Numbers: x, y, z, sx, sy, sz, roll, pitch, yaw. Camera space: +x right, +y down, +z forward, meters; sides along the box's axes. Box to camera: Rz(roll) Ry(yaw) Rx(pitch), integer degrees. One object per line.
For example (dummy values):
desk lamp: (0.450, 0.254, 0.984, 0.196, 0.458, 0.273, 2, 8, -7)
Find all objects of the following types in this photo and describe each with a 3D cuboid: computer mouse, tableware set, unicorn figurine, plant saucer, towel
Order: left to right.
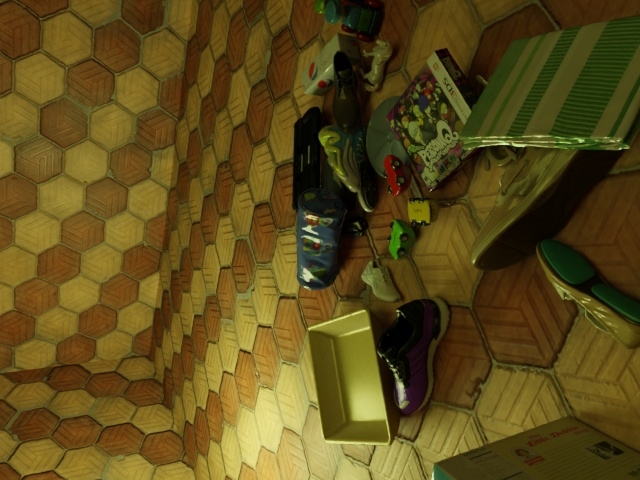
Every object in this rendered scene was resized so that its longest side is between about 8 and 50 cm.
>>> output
computer mouse: (0.049, -0.142, 1.547, 0.188, 0.072, 0.273, -3, 88, 60)
plant saucer: (0.094, 0.368, 1.482, 0.332, 0.080, 0.333, -29, 66, 55)
unicorn figurine: (0.143, -0.457, 1.405, 0.111, 0.060, 0.162, 43, 143, 50)
tableware set: (0.350, -0.237, 1.073, 0.128, 0.039, 0.194, -10, 82, 59)
towel: (0.396, -0.251, 0.904, 0.248, 0.038, 0.324, -60, 30, -8)

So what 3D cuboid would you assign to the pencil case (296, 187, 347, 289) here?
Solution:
pencil case: (0.000, 0.000, 1.525, 0.119, 0.133, 0.306, -78, -6, -49)

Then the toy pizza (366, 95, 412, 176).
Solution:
toy pizza: (0.183, -0.253, 1.357, 0.201, 0.032, 0.202, 7, 99, 57)

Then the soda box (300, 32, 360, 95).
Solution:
soda box: (0.025, -0.499, 1.579, 0.216, 0.069, 0.074, -29, 67, 57)

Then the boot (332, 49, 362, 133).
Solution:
boot: (0.059, -0.390, 1.438, 0.106, 0.082, 0.219, 61, -157, -57)

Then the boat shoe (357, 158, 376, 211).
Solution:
boat shoe: (0.125, -0.147, 1.443, 0.040, 0.049, 0.142, -26, 67, 56)

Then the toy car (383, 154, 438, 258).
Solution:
toy car: (0.203, -0.056, 1.284, 0.239, 0.053, 0.225, -117, 25, -47)

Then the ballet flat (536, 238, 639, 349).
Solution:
ballet flat: (0.436, 0.088, 0.909, 0.232, 0.080, 0.073, -126, 30, -46)

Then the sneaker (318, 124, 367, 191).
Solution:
sneaker: (0.079, -0.238, 1.436, 0.126, 0.091, 0.240, -34, 53, 13)

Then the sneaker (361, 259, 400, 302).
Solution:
sneaker: (0.155, 0.102, 1.397, 0.152, 0.053, 0.061, 48, 128, 48)

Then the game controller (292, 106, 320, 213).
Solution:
game controller: (-0.037, -0.236, 1.653, 0.166, 0.067, 0.320, -23, 64, 60)

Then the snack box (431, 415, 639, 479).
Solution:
snack box: (0.347, 0.362, 0.821, 0.187, 0.321, 0.060, 23, 113, 57)

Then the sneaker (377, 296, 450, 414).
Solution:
sneaker: (0.187, 0.265, 1.257, 0.102, 0.146, 0.294, 33, 118, 54)

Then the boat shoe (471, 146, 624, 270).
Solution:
boat shoe: (0.377, -0.086, 0.968, 0.341, 0.121, 0.110, -55, 38, 30)

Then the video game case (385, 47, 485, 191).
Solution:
video game case: (0.247, -0.244, 1.161, 0.210, 0.041, 0.232, 63, 153, 12)

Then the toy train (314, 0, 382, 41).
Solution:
toy train: (0.043, -0.620, 1.471, 0.248, 0.143, 0.105, 51, 132, 46)
